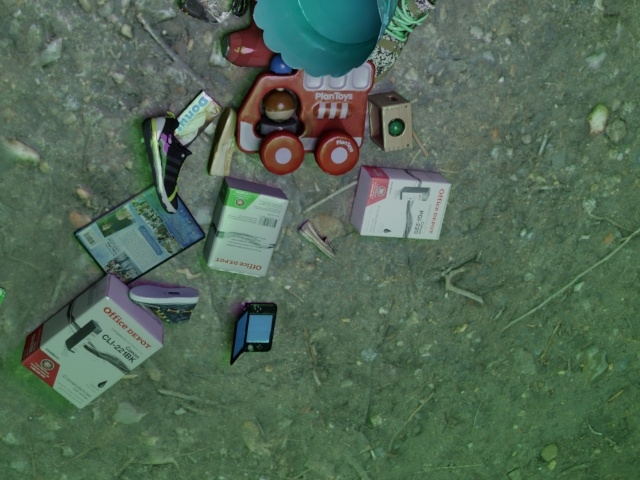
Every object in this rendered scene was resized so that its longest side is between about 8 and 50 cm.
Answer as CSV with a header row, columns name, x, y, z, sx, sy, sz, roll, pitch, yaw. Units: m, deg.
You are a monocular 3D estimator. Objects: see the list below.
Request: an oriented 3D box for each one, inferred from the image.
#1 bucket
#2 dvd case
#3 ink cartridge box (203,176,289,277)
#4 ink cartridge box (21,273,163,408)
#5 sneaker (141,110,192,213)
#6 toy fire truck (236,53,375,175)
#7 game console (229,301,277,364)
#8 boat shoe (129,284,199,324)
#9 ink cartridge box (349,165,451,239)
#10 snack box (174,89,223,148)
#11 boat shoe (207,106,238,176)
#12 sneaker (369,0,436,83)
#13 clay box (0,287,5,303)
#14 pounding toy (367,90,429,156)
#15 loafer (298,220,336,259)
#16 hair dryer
name,x,y,z,sx,sy,sz,roll,pitch,yaw
bucket,0.022,-0.492,1.639,0.281,0.183,0.281,12,126,17
dvd case,-0.424,-0.013,1.883,0.253,0.022,0.180,-31,119,-1
ink cartridge box,-0.182,-0.030,1.909,0.153,0.087,0.208,12,109,-21
ink cartridge box,-0.538,0.241,1.902,0.273,0.114,0.197,-38,119,8
sneaker,-0.330,-0.170,1.777,0.097,0.084,0.235,-13,116,-10
toy fire truck,-0.036,-0.291,1.781,0.302,0.169,0.254,-1,114,-13
game console,-0.170,0.240,2.036,0.124,0.085,0.144,3,113,-17
boat shoe,-0.383,0.160,1.930,0.183,0.065,0.083,6,114,-38
ink cartridge box,0.200,-0.092,1.991,0.217,0.092,0.159,2,113,-19
snack box,-0.304,-0.256,1.807,0.178,0.022,0.064,-46,116,7
boat shoe,-0.213,-0.224,1.831,0.059,0.063,0.170,9,120,-23
sneaker,0.181,-0.516,1.732,0.158,0.182,0.410,20,115,-21
clay box,-0.847,0.136,1.809,0.222,0.053,0.127,23,106,-23
pounding toy,0.183,-0.270,1.876,0.100,0.141,0.130,-11,116,-12
loafer,0.000,0.000,2.002,0.125,0.045,0.039,39,92,-24
hair dryer,-0.136,-0.481,1.722,0.223,0.080,0.293,-44,119,4
